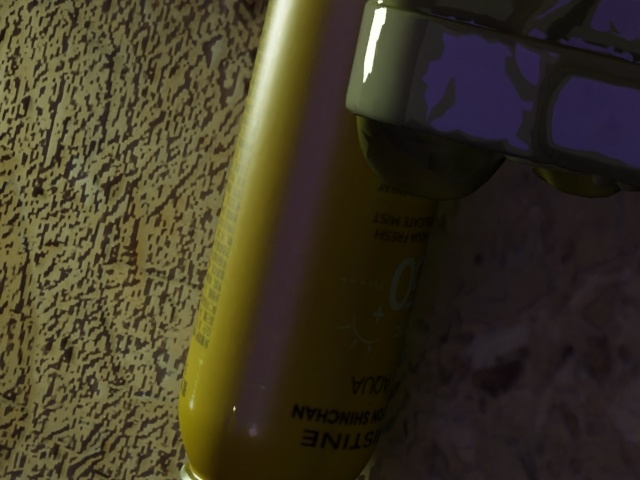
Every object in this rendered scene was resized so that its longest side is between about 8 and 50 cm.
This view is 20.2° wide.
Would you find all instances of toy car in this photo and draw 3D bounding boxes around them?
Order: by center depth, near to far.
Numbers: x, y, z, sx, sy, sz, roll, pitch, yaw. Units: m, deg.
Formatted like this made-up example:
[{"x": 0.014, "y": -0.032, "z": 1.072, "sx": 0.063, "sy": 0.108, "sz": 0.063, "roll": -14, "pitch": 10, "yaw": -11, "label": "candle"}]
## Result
[{"x": 0.174, "y": -0.103, "z": 0.627, "sx": 0.242, "sy": 0.336, "sz": 0.226, "roll": 16, "pitch": 100, "yaw": 26, "label": "toy car"}]

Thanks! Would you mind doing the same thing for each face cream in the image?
[{"x": 0.000, "y": 0.000, "z": 0.881, "sx": 0.105, "sy": 0.105, "sz": 0.349, "roll": 19, "pitch": 101, "yaw": 30, "label": "face cream"}]
